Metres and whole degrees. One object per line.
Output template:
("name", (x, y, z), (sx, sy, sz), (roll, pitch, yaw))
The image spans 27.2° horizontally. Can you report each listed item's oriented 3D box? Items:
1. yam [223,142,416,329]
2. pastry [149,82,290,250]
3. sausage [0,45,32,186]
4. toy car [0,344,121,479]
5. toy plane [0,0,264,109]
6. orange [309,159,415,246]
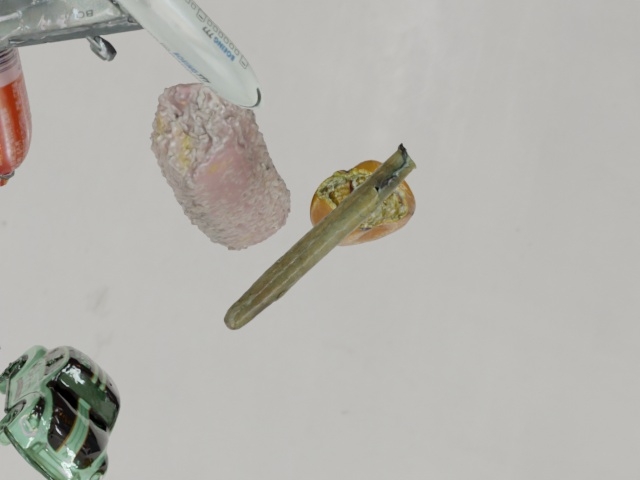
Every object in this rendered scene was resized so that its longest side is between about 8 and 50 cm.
("yam", (0.000, 0.000, 0.558), (0.107, 0.014, 0.014), (-43, 92, -5))
("pastry", (-0.088, -0.058, 1.209), (0.103, 0.265, 0.112), (-25, 77, -2))
("sausage", (-0.305, -0.168, 1.182), (0.074, 0.074, 0.274), (-20, 125, -21))
("toy car", (-0.315, 0.210, 1.633), (0.125, 0.306, 0.136), (-45, 107, -2))
("toy plane", (-0.103, -0.140, 0.635), (0.226, 0.058, 0.226), (-40, 129, 12))
("orange", (0.031, -0.030, 1.046), (0.086, 0.086, 0.062), (-15, 75, -20))
